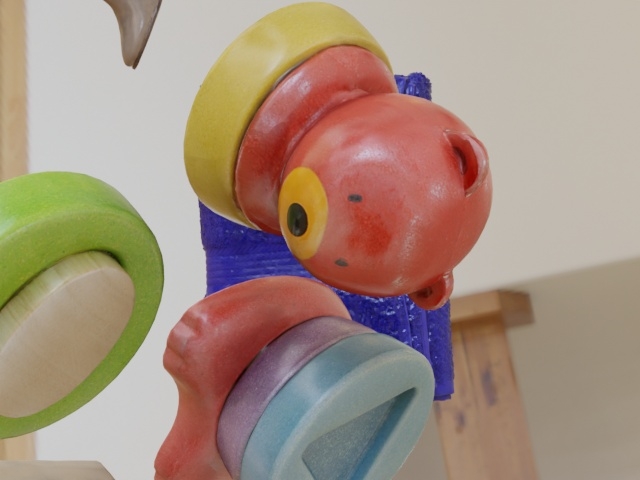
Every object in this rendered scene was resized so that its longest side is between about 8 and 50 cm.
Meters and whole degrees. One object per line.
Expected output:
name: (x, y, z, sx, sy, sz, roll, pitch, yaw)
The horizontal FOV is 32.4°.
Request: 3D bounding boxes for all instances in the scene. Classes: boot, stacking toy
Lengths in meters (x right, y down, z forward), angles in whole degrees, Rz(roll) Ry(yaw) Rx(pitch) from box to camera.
boot: (-0.153, -0.187, 0.774, 0.042, 0.087, 0.118, -33, -140, 55)
stacking toy: (-0.042, 0.071, 0.544, 0.130, 0.280, 0.309, 38, -37, 34)

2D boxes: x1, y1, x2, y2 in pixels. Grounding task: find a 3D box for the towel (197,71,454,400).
towel: (0.000, 0.000, 0.999, 0.076, 0.228, 0.308, 59, 28, -83)
